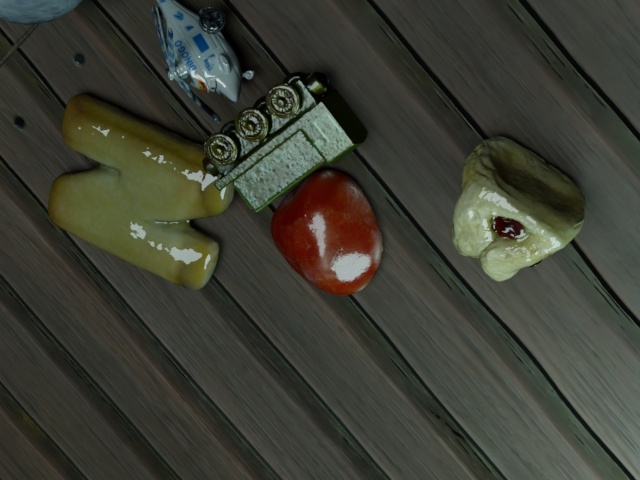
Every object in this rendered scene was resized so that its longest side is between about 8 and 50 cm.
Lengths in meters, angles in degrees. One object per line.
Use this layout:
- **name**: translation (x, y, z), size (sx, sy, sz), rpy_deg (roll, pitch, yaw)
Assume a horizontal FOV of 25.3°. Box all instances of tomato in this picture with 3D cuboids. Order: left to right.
- **tomato**: translation (0.008, 0.001, 2.022), size (0.174, 0.082, 0.166), rpy_deg (49, 123, 0)

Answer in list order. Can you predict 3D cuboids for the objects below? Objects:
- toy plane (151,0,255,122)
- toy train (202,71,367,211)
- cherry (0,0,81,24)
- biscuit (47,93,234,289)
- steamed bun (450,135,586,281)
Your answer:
- **toy plane**: translation (-0.196, -0.304, 1.991), size (0.273, 0.107, 0.182), rpy_deg (57, 170, 22)
- **toy train**: translation (-0.057, -0.134, 1.973), size (0.225, 0.090, 0.137), rpy_deg (-36, 95, 26)
- **cherry**: translation (-0.412, -0.434, 1.935), size (0.255, 0.218, 0.296), rpy_deg (9, 125, 35)
- **biscuit**: translation (-0.273, -0.070, 2.135), size (0.290, 0.062, 0.237), rpy_deg (27, 122, 13)
- **steamed bun**: translation (0.240, -0.025, 1.868), size (0.172, 0.141, 0.155), rpy_deg (32, 127, 4)
